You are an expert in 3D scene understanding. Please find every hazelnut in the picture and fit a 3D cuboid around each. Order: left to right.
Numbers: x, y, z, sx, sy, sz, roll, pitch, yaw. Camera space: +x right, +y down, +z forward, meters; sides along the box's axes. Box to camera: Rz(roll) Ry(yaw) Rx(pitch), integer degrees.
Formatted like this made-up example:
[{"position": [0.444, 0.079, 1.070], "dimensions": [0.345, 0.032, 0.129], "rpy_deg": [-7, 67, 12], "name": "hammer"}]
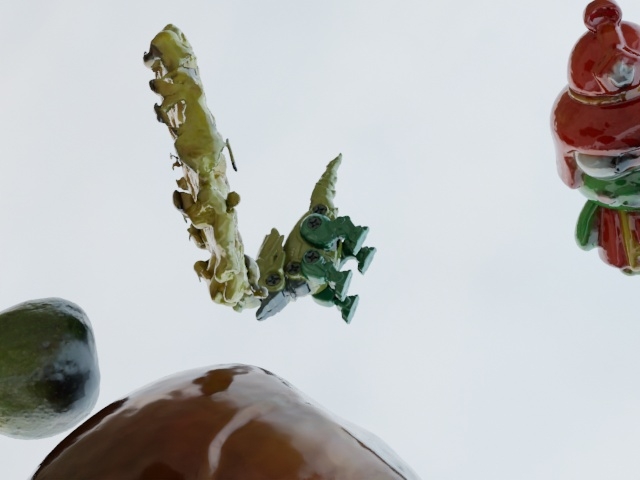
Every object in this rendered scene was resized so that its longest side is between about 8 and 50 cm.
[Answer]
[{"position": [-0.072, 0.270, 0.974], "dimensions": [0.315, 0.372, 0.372], "rpy_deg": [-30, -133, 45], "name": "hazelnut"}]

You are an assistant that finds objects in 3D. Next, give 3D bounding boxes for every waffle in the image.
[{"position": [-0.113, -0.068, 1.189], "dimensions": [0.060, 0.262, 0.280], "rpy_deg": [-16, -174, -6], "name": "waffle"}]

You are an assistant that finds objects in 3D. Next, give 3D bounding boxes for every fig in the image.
[{"position": [-0.267, 0.115, 1.117], "dimensions": [0.123, 0.156, 0.123], "rpy_deg": [170, -90, -75], "name": "fig"}]

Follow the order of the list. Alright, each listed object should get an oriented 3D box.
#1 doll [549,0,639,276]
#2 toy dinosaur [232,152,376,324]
[{"position": [0.363, -0.127, 1.536], "dimensions": [0.182, 0.363, 0.160], "rpy_deg": [-14, -143, 10], "name": "doll"}, {"position": [0.000, 0.000, 1.618], "dimensions": [0.153, 0.094, 0.259], "rpy_deg": [20, -117, 22], "name": "toy dinosaur"}]
